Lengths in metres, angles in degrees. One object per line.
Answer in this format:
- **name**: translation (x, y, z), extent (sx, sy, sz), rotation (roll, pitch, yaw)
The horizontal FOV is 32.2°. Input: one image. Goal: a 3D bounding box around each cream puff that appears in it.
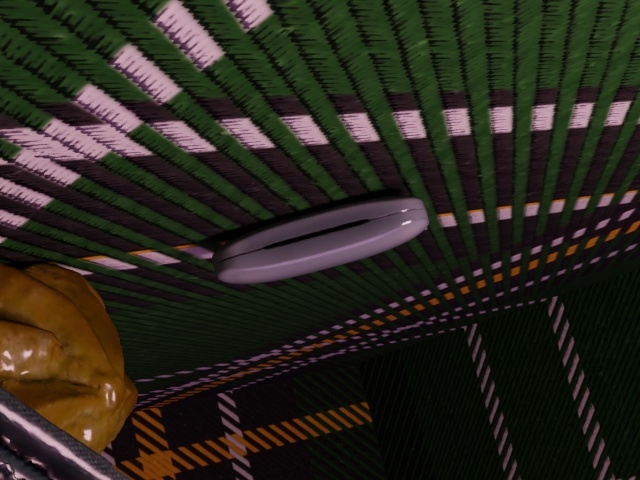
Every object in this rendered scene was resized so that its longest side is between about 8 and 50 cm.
- **cream puff**: translation (-0.272, 0.162, 0.769), extent (0.269, 0.275, 0.323), rotation (-11, 179, 43)

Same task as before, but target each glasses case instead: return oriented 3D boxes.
- **glasses case**: translation (0.000, 0.000, 0.900), extent (0.178, 0.045, 0.067), rotation (-15, 170, 3)

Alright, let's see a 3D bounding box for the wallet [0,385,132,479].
- **wallet**: translation (-0.266, 0.090, 0.525), extent (0.237, 0.075, 0.342), rotation (-22, 133, 26)
